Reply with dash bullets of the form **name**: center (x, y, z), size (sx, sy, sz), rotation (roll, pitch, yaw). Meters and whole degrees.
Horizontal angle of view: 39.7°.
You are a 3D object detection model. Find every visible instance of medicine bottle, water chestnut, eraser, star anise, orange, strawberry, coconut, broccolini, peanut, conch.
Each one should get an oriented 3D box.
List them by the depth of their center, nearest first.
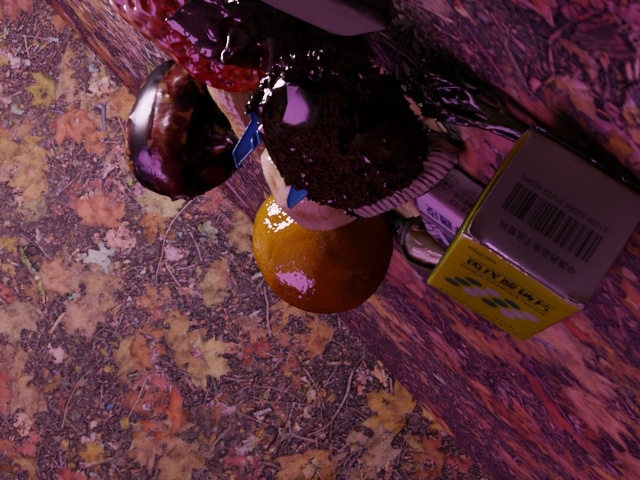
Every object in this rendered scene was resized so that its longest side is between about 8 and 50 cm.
- **medicine bottle**: center (0.216, 0.003, 0.929), size (0.137, 0.141, 0.250), rotation (35, 169, 7)
- **broccolini**: center (0.183, -0.137, 0.931), size (0.201, 0.058, 0.074), rotation (25, 173, 27)
- **star anise**: center (-0.054, -0.260, 1.100), size (0.214, 0.220, 0.099), rotation (41, 124, 22)
- **eraser**: center (0.224, -0.002, 1.162), size (0.210, 0.068, 0.124), rotation (40, 166, 35)
- **conch**: center (0.182, 0.007, 1.370), size (0.201, 0.079, 0.095), rotation (12, 134, 45)
- **coconut**: center (0.000, -0.112, 1.392), size (0.194, 0.194, 0.194), rotation (46, 170, 10)
- **strawberry**: center (-0.229, -0.365, 1.462), size (0.336, 0.149, 0.265), rotation (50, 169, -19)
- **orange**: center (0.000, 0.000, 1.611), size (0.264, 0.264, 0.264), rotation (46, 170, 10)
- **peanut**: center (-0.139, -0.249, 1.681), size (0.226, 0.095, 0.108), rotation (54, 165, -27)
- **water chestnut**: center (-0.254, -0.223, 1.824), size (0.300, 0.300, 0.300), rotation (46, 170, 10)

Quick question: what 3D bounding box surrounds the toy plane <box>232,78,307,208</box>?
- **toy plane**: center (-0.028, -0.189, 1.252), size (0.105, 0.254, 0.271), rotation (-30, -76, -65)

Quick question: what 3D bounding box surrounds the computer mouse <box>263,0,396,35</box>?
- **computer mouse**: center (-0.089, -0.354, 0.814), size (0.429, 0.145, 0.228), rotation (47, 156, 5)

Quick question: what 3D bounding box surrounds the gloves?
- **gloves**: center (0.041, -0.113, 1.041), size (0.210, 0.135, 0.312), rotation (-1, 164, 38)
